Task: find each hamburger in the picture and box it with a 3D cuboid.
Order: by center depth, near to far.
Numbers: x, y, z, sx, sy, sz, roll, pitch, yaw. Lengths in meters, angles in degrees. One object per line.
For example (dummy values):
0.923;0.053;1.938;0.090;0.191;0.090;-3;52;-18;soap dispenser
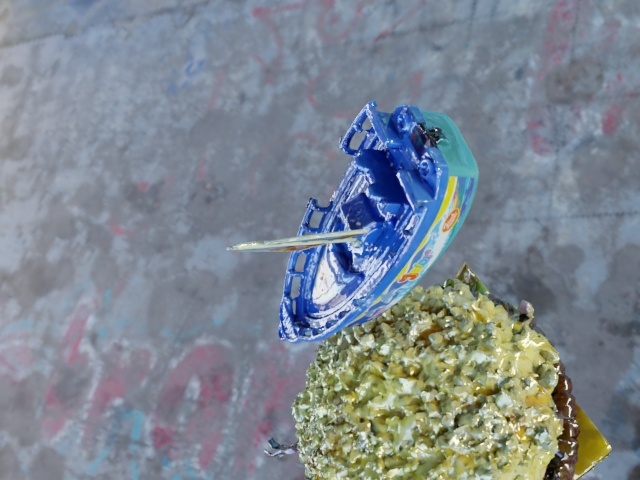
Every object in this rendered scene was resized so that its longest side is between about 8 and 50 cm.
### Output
0.076;0.144;0.818;0.262;0.138;0.243;-47;56;13;hamburger

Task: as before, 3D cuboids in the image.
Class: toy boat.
0.000;0.000;0.575;0.175;0.110;0.091;-59;40;41;toy boat
